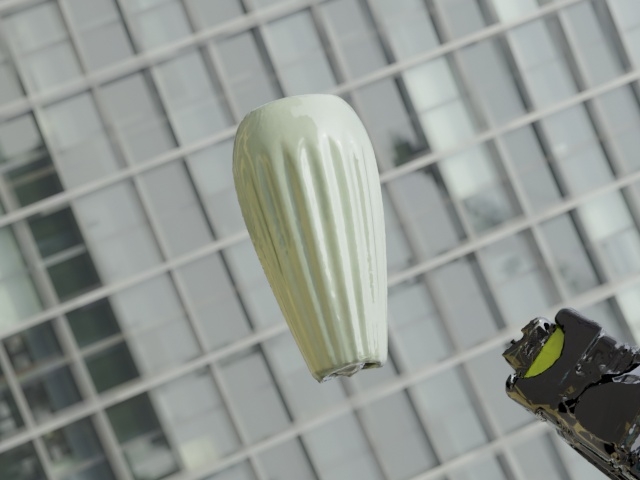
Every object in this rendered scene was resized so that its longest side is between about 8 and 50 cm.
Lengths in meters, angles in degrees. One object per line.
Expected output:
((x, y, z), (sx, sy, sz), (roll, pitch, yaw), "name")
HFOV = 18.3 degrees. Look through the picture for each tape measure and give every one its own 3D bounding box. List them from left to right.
((0.268, 0.151, 1.671), (0.186, 0.112, 0.199), (43, -3, -35), "tape measure")

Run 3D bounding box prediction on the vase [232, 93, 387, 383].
((0.000, 0.000, 1.759), (0.128, 0.128, 0.248), (131, -52, -71), "vase")
